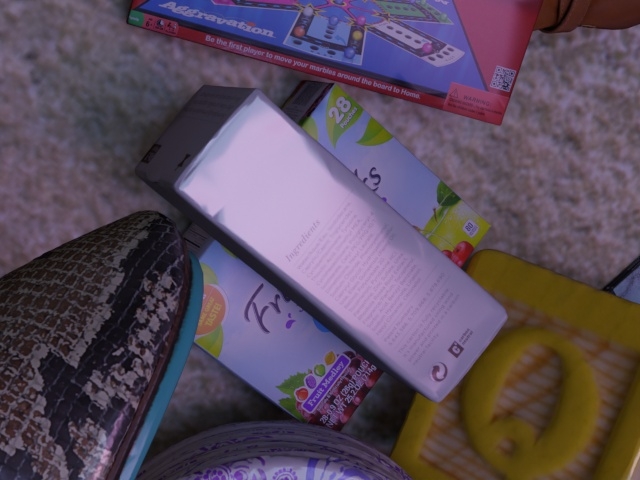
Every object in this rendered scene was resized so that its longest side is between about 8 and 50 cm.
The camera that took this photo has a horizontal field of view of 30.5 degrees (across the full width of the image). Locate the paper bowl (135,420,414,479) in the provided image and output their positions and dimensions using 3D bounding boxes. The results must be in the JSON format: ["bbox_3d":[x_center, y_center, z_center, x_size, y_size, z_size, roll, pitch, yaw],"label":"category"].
[{"bbox_3d":[-0.036,0.268,0.838,0.284,0.148,0.284,-1,98,-7],"label":"paper bowl"}]

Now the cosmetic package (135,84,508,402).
[{"bbox_3d":[0.000,0.000,0.768,0.231,0.117,0.085,42,82,-22],"label":"cosmetic package"}]

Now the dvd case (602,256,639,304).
[{"bbox_3d":[0.311,0.042,1.041,0.119,0.013,0.087,-38,112,-12],"label":"dvd case"}]

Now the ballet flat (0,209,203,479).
[{"bbox_3d":[-0.219,0.190,0.528,0.182,0.164,0.482,22,95,-29],"label":"ballet flat"}]

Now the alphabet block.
[{"bbox_3d":[0.206,0.137,0.887,0.197,0.193,0.192,23,89,-46],"label":"alphabet block"}]

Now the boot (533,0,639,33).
[{"bbox_3d":[0.207,-0.301,0.895,0.220,0.109,0.283,-15,113,-16],"label":"boot"}]

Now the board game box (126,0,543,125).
[{"bbox_3d":[0.019,-0.185,0.822,0.281,0.027,0.145,13,105,-14],"label":"board game box"}]

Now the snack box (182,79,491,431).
[{"bbox_3d":[-0.003,0.015,0.869,0.174,0.070,0.207,41,81,-23],"label":"snack box"}]
